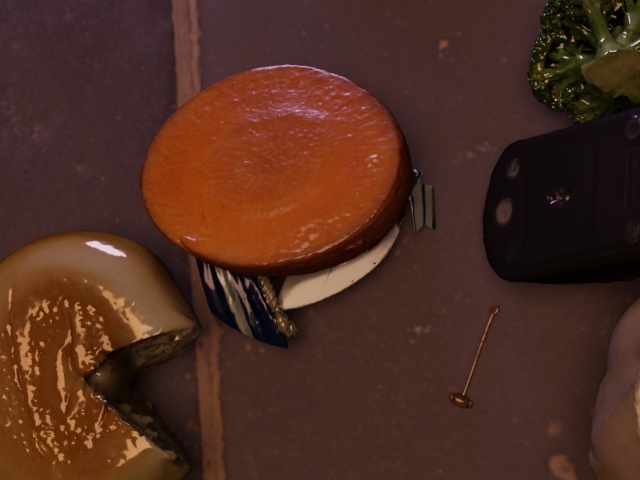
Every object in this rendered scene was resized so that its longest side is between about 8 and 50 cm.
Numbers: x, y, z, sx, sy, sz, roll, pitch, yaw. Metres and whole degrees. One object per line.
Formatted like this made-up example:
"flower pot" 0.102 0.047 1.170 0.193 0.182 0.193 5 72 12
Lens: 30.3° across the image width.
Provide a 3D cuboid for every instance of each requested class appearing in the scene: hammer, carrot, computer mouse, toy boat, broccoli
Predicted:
"hammer" 0.178 0.131 1.342 0.029 0.014 0.123 20 87 4
"carrot" -0.051 -0.075 1.329 0.307 0.100 0.258 -5 62 12
"computer mouse" 0.288 -0.038 1.247 0.100 0.269 0.170 9 79 -32
"toy boat" -0.023 -0.020 1.374 0.291 0.070 0.210 -40 77 -3
"broccoli" 0.316 -0.194 1.276 0.195 0.156 0.195 5 121 8

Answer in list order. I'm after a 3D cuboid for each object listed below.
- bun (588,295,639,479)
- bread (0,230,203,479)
"bun" 0.438 0.169 1.187 0.359 0.211 0.360 0 79 2
"bread" -0.274 0.155 1.359 0.333 0.160 0.333 -2 83 12
